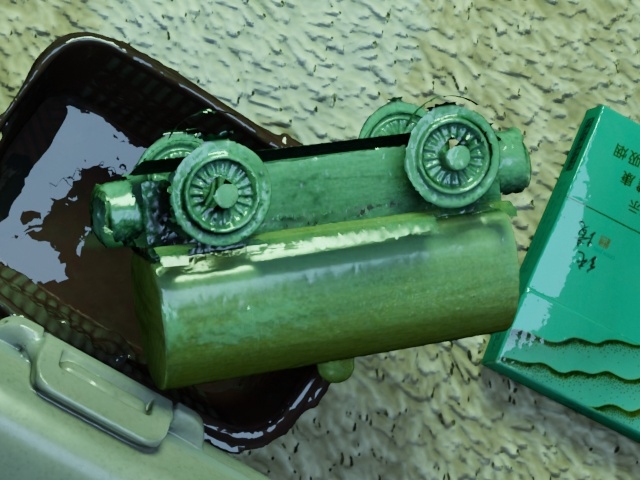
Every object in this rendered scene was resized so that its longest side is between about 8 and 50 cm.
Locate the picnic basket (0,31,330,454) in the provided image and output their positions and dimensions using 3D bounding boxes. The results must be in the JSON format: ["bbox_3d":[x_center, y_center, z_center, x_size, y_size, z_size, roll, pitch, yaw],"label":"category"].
[{"bbox_3d":[-0.117,0.007,1.387,0.297,0.129,0.222,33,78,-12],"label":"picnic basket"}]

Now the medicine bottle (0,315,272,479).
[{"bbox_3d":[-0.213,0.201,1.304,0.375,0.123,0.282,30,109,-11],"label":"medicine bottle"}]

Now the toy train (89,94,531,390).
[{"bbox_3d":[0.003,0.002,1.290,0.307,0.126,0.190,-9,89,-18],"label":"toy train"}]

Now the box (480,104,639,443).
[{"bbox_3d":[0.242,0.029,1.540,0.161,0.042,0.226,27,78,-12],"label":"box"}]
